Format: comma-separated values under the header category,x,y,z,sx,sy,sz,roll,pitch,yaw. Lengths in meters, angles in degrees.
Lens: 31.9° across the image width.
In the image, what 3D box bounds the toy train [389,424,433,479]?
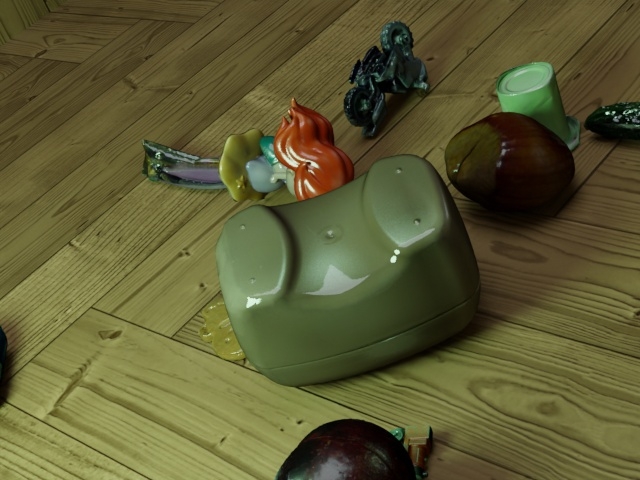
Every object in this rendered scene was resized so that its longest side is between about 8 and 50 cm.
category,x,y,z,sx,sy,sz,roll,pitch,yaw
toy train,0.121,0.303,1.557,0.064,0.044,0.103,-1,37,12

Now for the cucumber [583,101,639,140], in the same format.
category,x,y,z,sx,sy,sz,roll,pitch,yaw
cucumber,0.593,-0.210,1.971,0.265,0.077,0.077,11,46,41

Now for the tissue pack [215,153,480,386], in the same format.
category,x,y,z,sx,sy,sz,roll,pitch,yaw
tissue pack,0.049,0.064,1.740,0.387,0.277,0.267,-21,40,5

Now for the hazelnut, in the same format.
category,x,y,z,sx,sy,sz,roll,pitch,yaw
hazelnut,0.331,-0.130,1.945,0.181,0.181,0.212,-53,34,6

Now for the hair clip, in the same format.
category,x,y,z,sx,sy,sz,roll,pitch,yaw
hair clip,-0.247,-0.160,2.418,0.358,0.096,0.110,9,9,27

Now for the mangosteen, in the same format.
category,x,y,z,sx,sy,sz,roll,pitch,yaw
mangosteen,0.040,0.340,1.412,0.216,0.216,0.216,-16,34,11

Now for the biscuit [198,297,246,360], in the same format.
category,x,y,z,sx,sy,sz,roll,pitch,yaw
biscuit,-0.150,0.147,1.951,0.133,0.027,0.184,-17,34,6

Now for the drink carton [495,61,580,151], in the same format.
category,x,y,z,sx,sy,sz,roll,pitch,yaw
drink carton,0.396,-0.242,2.071,0.144,0.142,0.146,-8,34,20

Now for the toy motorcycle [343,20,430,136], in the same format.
category,x,y,z,sx,sy,sz,roll,pitch,yaw
toy motorcycle,0.143,-0.330,2.366,0.106,0.159,0.270,0,55,46

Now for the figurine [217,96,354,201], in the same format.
category,x,y,z,sx,sy,sz,roll,pitch,yaw
figurine,-0.052,-0.154,2.165,0.257,0.181,0.208,5,65,36

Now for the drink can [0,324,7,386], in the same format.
category,x,y,z,sx,sy,sz,roll,pitch,yaw
drink can,-0.637,0.228,2.044,0.118,0.118,0.205,-20,32,4
